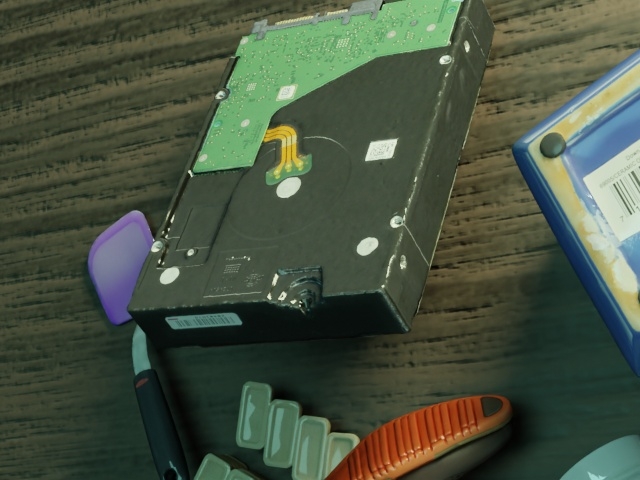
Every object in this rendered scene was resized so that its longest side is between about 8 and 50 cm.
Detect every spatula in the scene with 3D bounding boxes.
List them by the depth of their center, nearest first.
[{"bbox_3d":[-0.164,0.108,1.493,0.084,0.030,0.296,-34,51,23],"label":"spatula"}]

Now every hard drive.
[{"bbox_3d":[0.000,-0.063,1.325,0.237,0.064,0.339,-6,48,28],"label":"hard drive"}]

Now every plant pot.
[{"bbox_3d":[0.285,-0.028,1.135,0.236,0.212,0.236,-36,63,21],"label":"plant pot"}]

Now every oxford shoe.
[{"bbox_3d":[0.051,0.219,1.303,0.271,0.097,0.098,-32,100,12],"label":"oxford shoe"}]

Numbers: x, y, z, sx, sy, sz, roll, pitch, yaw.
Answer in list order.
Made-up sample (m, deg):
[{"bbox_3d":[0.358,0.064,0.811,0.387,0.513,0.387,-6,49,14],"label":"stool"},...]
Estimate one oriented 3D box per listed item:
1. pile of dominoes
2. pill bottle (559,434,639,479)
[{"bbox_3d":[-0.001,0.256,1.378,0.251,0.040,0.196,27,93,26],"label":"pile of dominoes"},{"bbox_3d":[0.252,0.238,1.156,0.112,0.112,0.187,-43,59,18],"label":"pill bottle"}]
